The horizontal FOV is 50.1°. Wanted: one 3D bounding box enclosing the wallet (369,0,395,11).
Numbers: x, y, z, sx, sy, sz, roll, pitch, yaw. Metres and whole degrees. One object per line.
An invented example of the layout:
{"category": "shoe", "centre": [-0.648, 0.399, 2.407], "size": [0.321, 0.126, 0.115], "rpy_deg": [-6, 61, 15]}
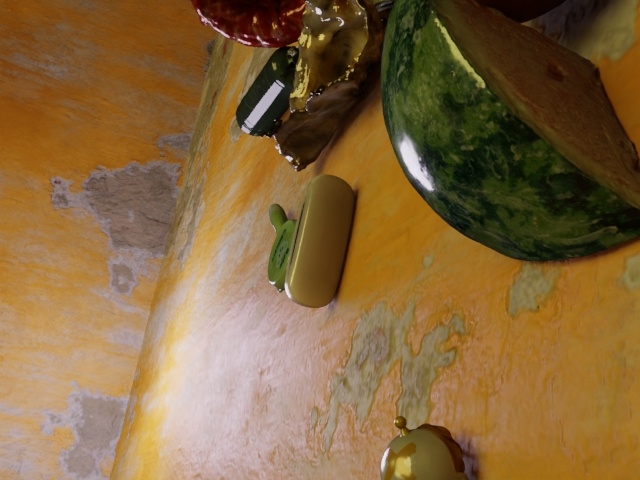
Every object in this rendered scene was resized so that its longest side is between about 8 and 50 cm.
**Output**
{"category": "wallet", "centre": [0.077, -0.515, 1.069], "size": [0.223, 0.077, 0.309], "rpy_deg": [-154, 60, -70]}

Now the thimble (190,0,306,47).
{"category": "thimble", "centre": [-0.098, -0.550, 1.308], "size": [0.230, 0.350, 0.350], "rpy_deg": [-89, 25, -45]}

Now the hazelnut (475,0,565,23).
{"category": "hazelnut", "centre": [0.167, -0.299, 0.617], "size": [0.210, 0.186, 0.210], "rpy_deg": [-159, 90, -88]}

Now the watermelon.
{"category": "watermelon", "centre": [0.140, -0.097, 0.595], "size": [0.255, 0.176, 0.260], "rpy_deg": [64, 150, 3]}

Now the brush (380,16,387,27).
{"category": "brush", "centre": [0.068, -0.346, 1.161], "size": [0.196, 0.021, 0.070], "rpy_deg": [4, 77, 68]}

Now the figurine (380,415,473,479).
{"category": "figurine", "centre": [0.084, 0.227, 0.575], "size": [0.101, 0.068, 0.143], "rpy_deg": [7, 81, 53]}

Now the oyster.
{"category": "oyster", "centre": [0.003, -0.242, 1.082], "size": [0.197, 0.133, 0.337], "rpy_deg": [-97, 28, -45]}

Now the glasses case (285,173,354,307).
{"category": "glasses case", "centre": [0.000, 0.000, 0.972], "size": [0.049, 0.074, 0.193], "rpy_deg": [-19, 57, 62]}

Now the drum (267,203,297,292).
{"category": "drum", "centre": [-0.063, 0.014, 1.166], "size": [0.129, 0.049, 0.253], "rpy_deg": [-71, 20, 4]}

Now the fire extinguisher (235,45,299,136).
{"category": "fire extinguisher", "centre": [-0.092, -0.321, 1.444], "size": [0.114, 0.095, 0.311], "rpy_deg": [-53, 9, -31]}
